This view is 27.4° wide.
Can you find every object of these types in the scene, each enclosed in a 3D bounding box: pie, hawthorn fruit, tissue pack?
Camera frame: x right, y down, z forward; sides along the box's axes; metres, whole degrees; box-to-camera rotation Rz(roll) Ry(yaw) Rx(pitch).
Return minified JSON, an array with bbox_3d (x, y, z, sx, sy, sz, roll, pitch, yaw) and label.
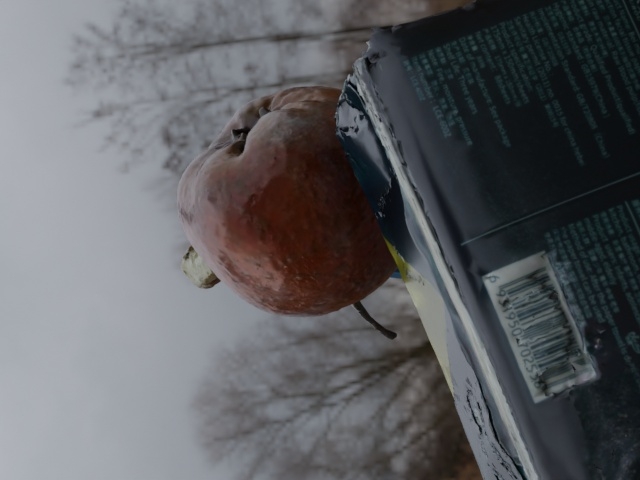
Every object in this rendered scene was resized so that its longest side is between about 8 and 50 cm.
[{"bbox_3d":[-0.106,-0.046,2.200,0.083,0.339,0.339,43,-169,-1],"label":"pie"},{"bbox_3d":[-0.014,-0.033,1.308,0.263,0.231,0.235,45,-148,15],"label":"hawthorn fruit"},{"bbox_3d":[0.205,0.008,1.062,0.253,0.264,0.416,109,138,-81],"label":"tissue pack"}]

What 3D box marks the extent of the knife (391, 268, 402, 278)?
[{"bbox_3d":[0.190,0.048,1.925,0.044,0.297,0.026,136,135,-55],"label":"knife"}]
